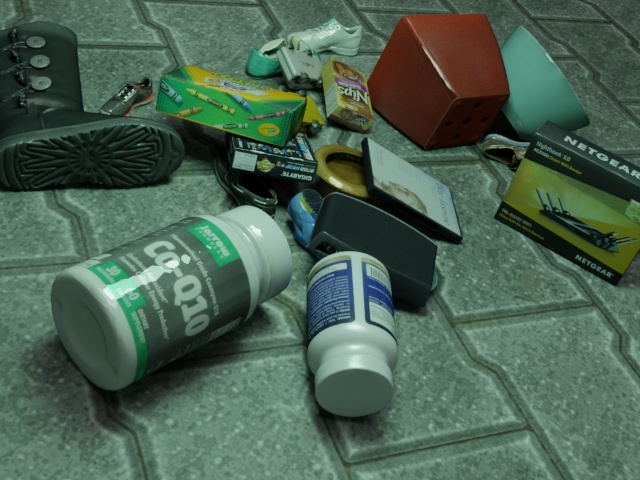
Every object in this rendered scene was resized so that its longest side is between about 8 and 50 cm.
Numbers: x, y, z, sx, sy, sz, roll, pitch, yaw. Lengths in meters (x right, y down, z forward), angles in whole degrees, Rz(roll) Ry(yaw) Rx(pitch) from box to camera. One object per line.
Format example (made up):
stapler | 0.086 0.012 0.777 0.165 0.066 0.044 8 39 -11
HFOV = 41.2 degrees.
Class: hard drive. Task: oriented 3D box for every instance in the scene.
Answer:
hard drive | 0.109 0.010 1.641 0.255 0.054 0.172 27 41 -8

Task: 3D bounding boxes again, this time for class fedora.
fedora | 0.060 -0.128 1.834 0.194 0.079 0.194 18 35 -13

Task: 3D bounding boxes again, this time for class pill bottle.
pill bottle | -0.231 0.078 1.386 0.204 0.204 0.361 40 44 24
pill bottle | 0.052 0.156 1.442 0.153 0.153 0.264 10 40 -9

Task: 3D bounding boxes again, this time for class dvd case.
dvd case | 0.197 -0.109 1.834 0.253 0.022 0.180 28 34 -25

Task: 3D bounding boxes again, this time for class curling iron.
curling iron | -0.069 -0.107 1.794 0.068 0.035 0.274 -17 50 -35

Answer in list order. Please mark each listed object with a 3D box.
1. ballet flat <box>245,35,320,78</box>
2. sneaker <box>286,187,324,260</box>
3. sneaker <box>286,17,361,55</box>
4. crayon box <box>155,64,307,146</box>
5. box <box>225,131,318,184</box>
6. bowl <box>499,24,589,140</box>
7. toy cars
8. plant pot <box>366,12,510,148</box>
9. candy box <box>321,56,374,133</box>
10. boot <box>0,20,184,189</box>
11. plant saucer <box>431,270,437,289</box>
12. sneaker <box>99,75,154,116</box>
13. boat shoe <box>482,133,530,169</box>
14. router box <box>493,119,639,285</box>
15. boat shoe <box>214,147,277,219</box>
ballet flat | -0.083 -0.477 2.181 0.247 0.087 0.083 -23 54 -39
sneaker | 0.000 0.000 1.687 0.069 0.082 0.209 -9 63 -49
sneaker | 0.012 -0.561 2.309 0.212 0.094 0.080 -2 45 -22
crayon box | -0.182 -0.284 1.779 0.279 0.081 0.165 16 20 5
box | -0.107 -0.191 1.782 0.175 0.051 0.220 9 22 -14
bowl | 0.529 -0.376 2.177 0.311 0.163 0.311 52 12 -16
toy cars | -0.067 -0.353 2.035 0.176 0.087 0.393 47 29 -28
plant pot | 0.304 -0.376 2.095 0.268 0.267 0.235 -10 58 -30
candy box | 0.065 -0.356 2.085 0.109 0.053 0.186 21 44 -29
boot | -0.508 -0.297 1.776 0.367 0.146 0.445 -4 40 -23
plant saucer | 0.172 0.070 1.691 0.119 0.021 0.119 10 40 -9
sneaker | -0.430 -0.323 1.886 0.061 0.064 0.158 29 43 13
boat shoe | 0.488 -0.205 2.106 0.183 0.066 0.066 16 43 13
router box | 0.565 -0.080 1.842 0.309 0.242 0.081 31 41 16
boat shoe | -0.151 -0.124 1.753 0.084 0.079 0.233 -9 45 -27
